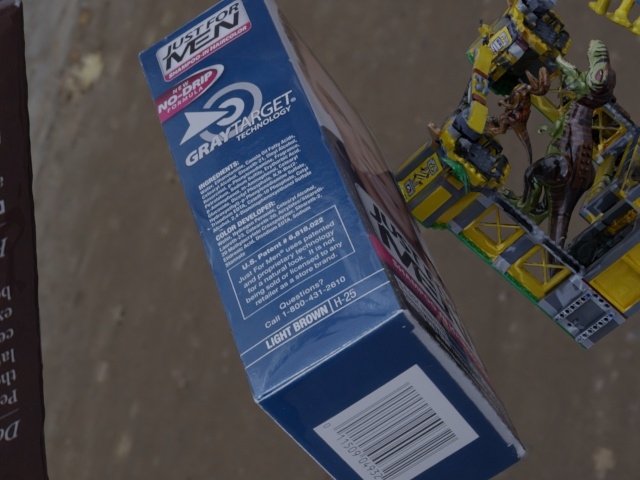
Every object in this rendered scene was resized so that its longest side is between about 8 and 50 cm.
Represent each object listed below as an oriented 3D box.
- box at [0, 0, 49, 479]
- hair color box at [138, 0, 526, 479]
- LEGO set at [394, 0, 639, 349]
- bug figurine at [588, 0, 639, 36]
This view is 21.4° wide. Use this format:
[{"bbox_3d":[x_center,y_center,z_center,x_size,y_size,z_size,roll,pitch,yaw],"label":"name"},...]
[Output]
[{"bbox_3d":[-0.206,0.003,0.558,0.168,0.167,0.203,30,132,37],"label":"box"},{"bbox_3d":[0.000,0.000,1.100,0.105,0.174,0.347,-32,43,9],"label":"hair color box"},{"bbox_3d":[0.223,-0.094,1.314,0.192,0.255,0.331,-43,2,37],"label":"LEGO set"},{"bbox_3d":[0.257,-0.125,1.010,0.072,0.216,0.279,-61,12,10],"label":"bug figurine"}]
